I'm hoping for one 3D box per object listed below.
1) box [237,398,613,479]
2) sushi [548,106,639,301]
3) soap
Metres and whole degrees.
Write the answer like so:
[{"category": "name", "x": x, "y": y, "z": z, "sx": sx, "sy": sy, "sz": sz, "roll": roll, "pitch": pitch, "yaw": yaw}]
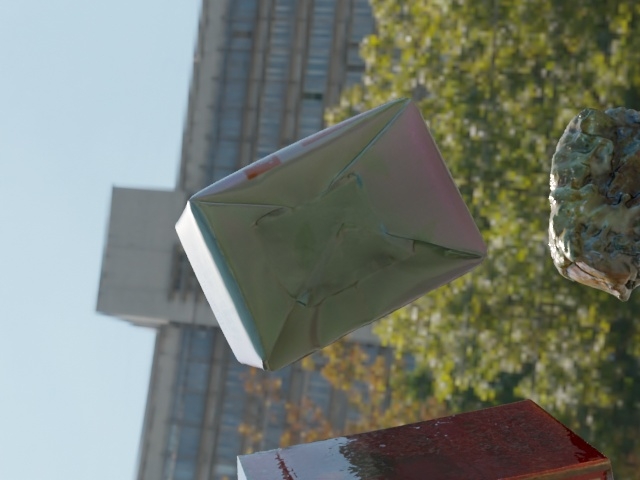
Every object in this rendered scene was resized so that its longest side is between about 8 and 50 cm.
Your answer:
[{"category": "box", "x": 0.090, "y": 0.241, "z": 1.163, "sx": 0.197, "sy": 0.313, "sz": 0.089, "roll": -140, "pitch": 42, "yaw": -75}, {"category": "sushi", "x": 0.369, "y": -0.061, "z": 1.490, "sx": 0.139, "sy": 0.184, "sz": 0.274, "roll": 68, "pitch": -150, "yaw": -61}, {"category": "soap", "x": 0.000, "y": 0.000, "z": 0.936, "sx": 0.138, "sy": 0.182, "sz": 0.199, "roll": 65, "pitch": 170, "yaw": 0}]
